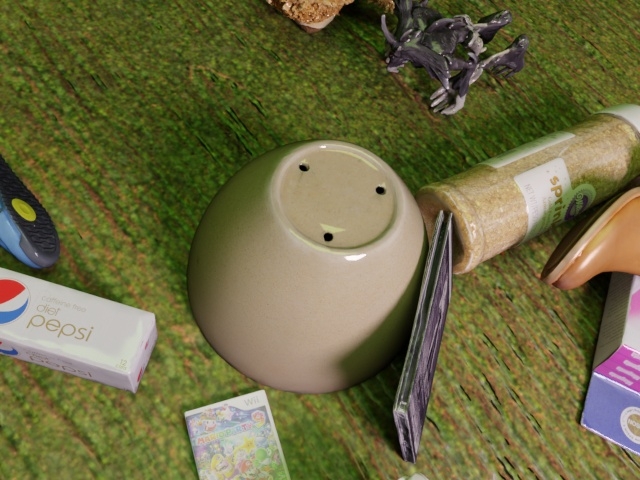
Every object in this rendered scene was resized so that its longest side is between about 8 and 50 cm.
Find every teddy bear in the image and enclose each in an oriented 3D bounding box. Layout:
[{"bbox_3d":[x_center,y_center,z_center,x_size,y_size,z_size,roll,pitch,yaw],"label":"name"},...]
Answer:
[{"bbox_3d":[0.022,-0.433,0.957,0.245,0.113,0.337,14,52,-12],"label":"teddy bear"}]

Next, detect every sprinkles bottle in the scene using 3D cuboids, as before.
[{"bbox_3d":[0.292,-0.075,0.798,0.356,0.121,0.121,-23,69,-22],"label":"sprinkles bottle"}]

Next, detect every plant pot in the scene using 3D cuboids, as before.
[{"bbox_3d":[0.000,0.000,0.655,0.284,0.191,0.283,5,60,-9],"label":"plant pot"}]

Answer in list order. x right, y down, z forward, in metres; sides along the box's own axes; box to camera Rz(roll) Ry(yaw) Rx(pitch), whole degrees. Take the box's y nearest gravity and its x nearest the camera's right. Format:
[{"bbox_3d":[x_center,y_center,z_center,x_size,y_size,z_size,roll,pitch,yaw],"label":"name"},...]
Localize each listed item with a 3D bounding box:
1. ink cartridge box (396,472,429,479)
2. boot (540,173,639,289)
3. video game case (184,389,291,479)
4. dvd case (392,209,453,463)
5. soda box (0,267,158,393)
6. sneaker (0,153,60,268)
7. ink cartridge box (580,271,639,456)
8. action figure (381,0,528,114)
[{"bbox_3d":[0.106,0.368,0.440,0.226,0.131,0.306,-34,46,-22],"label":"ink cartridge box"},{"bbox_3d":[0.416,0.035,0.716,0.284,0.109,0.220,-32,78,-26],"label":"boot"},{"bbox_3d":[-0.082,0.223,0.619,0.087,0.011,0.122,-12,65,-18],"label":"video game case"},{"bbox_3d":[0.112,0.103,0.641,0.018,0.164,0.221,9,58,18],"label":"dvd case"},{"bbox_3d":[-0.281,0.085,0.615,0.216,0.074,0.069,17,60,-3],"label":"soda box"},{"bbox_3d":[-0.375,-0.039,0.678,0.082,0.069,0.209,-41,84,6],"label":"sneaker"},{"bbox_3d":[0.516,0.149,0.755,0.324,0.071,0.330,26,59,3],"label":"ink cartridge box"},{"bbox_3d":[0.172,-0.265,0.868,0.276,0.141,0.164,-15,67,-36],"label":"action figure"}]
